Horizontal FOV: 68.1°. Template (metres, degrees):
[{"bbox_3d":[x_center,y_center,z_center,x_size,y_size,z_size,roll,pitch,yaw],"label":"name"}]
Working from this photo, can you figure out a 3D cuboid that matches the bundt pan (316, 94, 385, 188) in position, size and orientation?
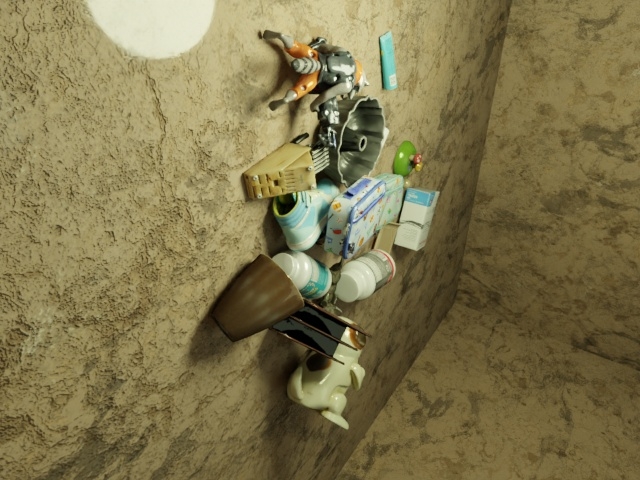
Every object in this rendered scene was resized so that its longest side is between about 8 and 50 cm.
[{"bbox_3d":[0.099,-0.354,1.677,0.331,0.124,0.330,-36,136,-45],"label":"bundt pan"}]

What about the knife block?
[{"bbox_3d":[-0.101,-0.243,1.465,0.276,0.242,0.088,-11,128,-6],"label":"knife block"}]

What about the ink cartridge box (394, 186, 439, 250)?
[{"bbox_3d":[0.512,-0.121,2.515,0.223,0.129,0.307,-18,123,-63],"label":"ink cartridge box"}]

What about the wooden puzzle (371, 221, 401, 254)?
[{"bbox_3d":[0.312,0.016,2.370,0.221,0.044,0.238,6,107,-61],"label":"wooden puzzle"}]

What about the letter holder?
[{"bbox_3d":[0.006,0.333,1.717,0.302,0.215,0.151,32,77,-27],"label":"letter holder"}]

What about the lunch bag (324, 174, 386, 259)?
[{"bbox_3d":[0.123,-0.088,1.642,0.303,0.115,0.243,-44,152,-49],"label":"lunch bag"}]

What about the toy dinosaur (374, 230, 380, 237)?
[{"bbox_3d":[0.244,-0.044,2.233,0.082,0.047,0.090,30,47,-51],"label":"toy dinosaur"}]

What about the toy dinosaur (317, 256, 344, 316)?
[{"bbox_3d":[0.029,0.176,1.932,0.160,0.121,0.313,-22,122,-69],"label":"toy dinosaur"}]

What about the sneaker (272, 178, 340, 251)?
[{"bbox_3d":[-0.044,-0.142,1.570,0.208,0.127,0.318,62,41,-40],"label":"sneaker"}]

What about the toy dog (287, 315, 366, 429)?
[{"bbox_3d":[0.029,0.515,2.005,0.395,0.285,0.407,45,65,-37],"label":"toy dog"}]

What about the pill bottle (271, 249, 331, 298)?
[{"bbox_3d":[-0.074,0.117,1.649,0.264,0.146,0.146,31,80,-60],"label":"pill bottle"}]

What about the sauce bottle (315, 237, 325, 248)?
[{"bbox_3d":[0.000,0.000,1.814,0.128,0.042,0.042,36,76,-59],"label":"sauce bottle"}]

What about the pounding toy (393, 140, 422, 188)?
[{"bbox_3d":[0.431,-0.351,2.266,0.183,0.110,0.236,-18,122,-55],"label":"pounding toy"}]

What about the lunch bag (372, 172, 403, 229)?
[{"bbox_3d":[0.266,-0.180,2.090,0.279,0.108,0.223,-31,133,-49],"label":"lunch bag"}]

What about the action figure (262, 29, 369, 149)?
[{"bbox_3d":[0.009,-0.436,1.348,0.331,0.179,0.340,-15,95,-37],"label":"action figure"}]

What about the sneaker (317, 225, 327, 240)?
[{"bbox_3d":[-0.005,-0.050,1.706,0.271,0.108,0.100,-44,144,-37],"label":"sneaker"}]

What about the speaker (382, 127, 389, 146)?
[{"bbox_3d":[0.233,-0.399,1.951,0.055,0.055,0.136,36,76,-61],"label":"speaker"}]

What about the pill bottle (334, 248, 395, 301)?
[{"bbox_3d":[0.190,0.159,2.101,0.319,0.177,0.176,-24,127,-53],"label":"pill bottle"}]

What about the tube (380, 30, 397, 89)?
[{"bbox_3d":[0.262,-0.691,1.831,0.080,0.052,0.206,-51,141,-40],"label":"tube"}]

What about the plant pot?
[{"bbox_3d":[-0.206,0.195,1.439,0.230,0.215,0.215,-39,141,-21],"label":"plant pot"}]
